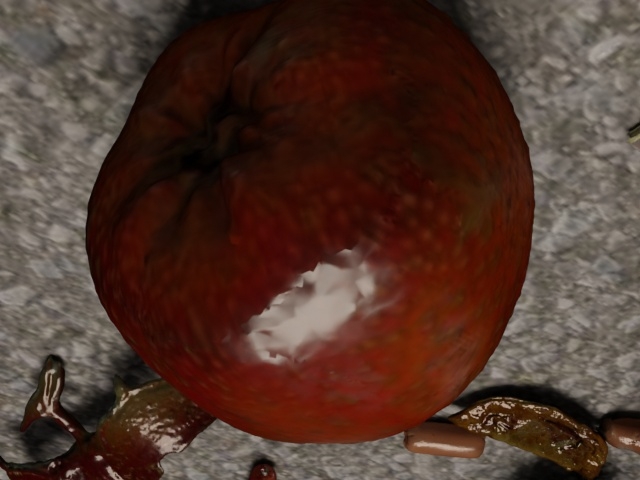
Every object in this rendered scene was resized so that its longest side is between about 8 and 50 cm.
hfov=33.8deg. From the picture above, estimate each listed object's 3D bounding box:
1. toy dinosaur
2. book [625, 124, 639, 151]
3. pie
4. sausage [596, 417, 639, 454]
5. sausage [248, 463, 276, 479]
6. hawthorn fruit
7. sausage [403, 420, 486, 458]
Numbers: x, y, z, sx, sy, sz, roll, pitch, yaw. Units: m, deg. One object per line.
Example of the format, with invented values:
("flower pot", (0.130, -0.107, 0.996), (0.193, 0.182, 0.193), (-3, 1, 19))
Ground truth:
("toy dinosaur", (-0.206, 0.209, 1.055), (0.207, 0.113, 0.327), (30, 127, 6))
("book", (0.327, -0.066, 0.755), (0.182, 0.014, 0.127), (28, 134, -29))
("pie", (0.227, 0.191, 1.047), (0.191, 0.033, 0.088), (27, 144, -24))
("sausage", (0.367, 0.209, 1.065), (0.177, 0.047, 0.040), (14, 107, -15))
("sausage", (-0.075, 0.321, 1.217), (0.034, 0.034, 0.253), (6, 140, -5))
("hawthorn fruit", (0.000, 0.000, 0.656), (0.275, 0.275, 0.299), (-11, 130, 15))
("sausage", (0.125, 0.201, 1.067), (0.083, 0.034, 0.034), (7, 140, -3))
